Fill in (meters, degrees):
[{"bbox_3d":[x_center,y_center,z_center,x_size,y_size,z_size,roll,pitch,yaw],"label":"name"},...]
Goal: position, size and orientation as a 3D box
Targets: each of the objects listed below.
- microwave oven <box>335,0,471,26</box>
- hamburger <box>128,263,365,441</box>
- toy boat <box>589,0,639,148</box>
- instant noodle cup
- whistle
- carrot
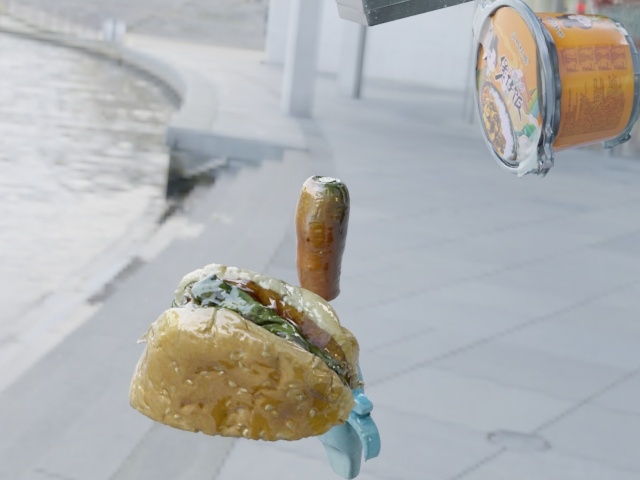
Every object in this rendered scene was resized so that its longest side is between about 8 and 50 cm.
[{"bbox_3d":[0.222,-0.557,2.142,0.432,0.374,0.236,-15,16,-8],"label":"microwave oven"},{"bbox_3d":[-0.118,0.141,1.807,0.330,0.209,0.162,2,28,17],"label":"hamburger"},{"bbox_3d":[0.355,-0.252,1.551,0.206,0.282,0.096,-12,9,-43],"label":"toy boat"},{"bbox_3d":[0.247,-0.162,1.358,0.125,0.208,0.177,-8,-18,-15],"label":"instant noodle cup"},{"bbox_3d":[0.024,0.251,2.093,0.093,0.274,0.186,-25,28,-37],"label":"whistle"},{"bbox_3d":[0.000,0.000,1.986,0.087,0.193,0.087,4,21,-1],"label":"carrot"}]
